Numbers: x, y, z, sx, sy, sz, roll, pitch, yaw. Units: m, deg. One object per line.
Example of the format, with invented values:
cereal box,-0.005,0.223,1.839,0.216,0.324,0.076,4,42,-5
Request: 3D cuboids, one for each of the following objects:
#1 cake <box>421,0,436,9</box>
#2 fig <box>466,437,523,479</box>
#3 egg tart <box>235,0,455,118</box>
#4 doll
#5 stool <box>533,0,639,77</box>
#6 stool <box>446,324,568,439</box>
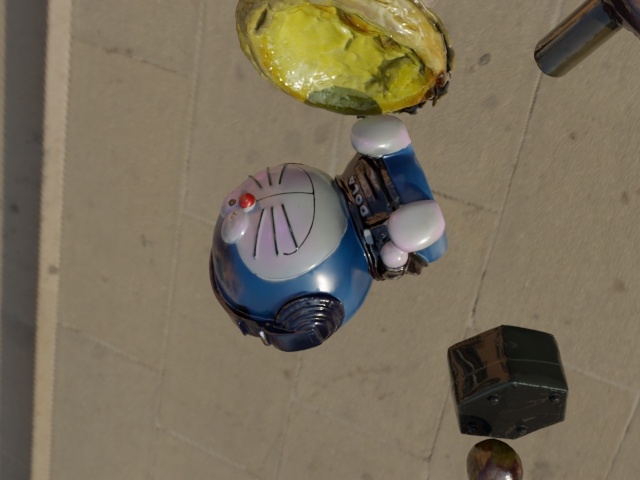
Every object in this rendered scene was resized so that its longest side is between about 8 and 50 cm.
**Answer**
cake,0.175,-0.499,1.835,0.065,0.121,0.052,-35,53,54
fig,0.314,0.401,1.662,0.103,0.154,0.109,21,117,-4
egg tart,0.033,-0.252,1.132,0.279,0.095,0.279,13,155,6
doll,0.000,0.000,1.198,0.310,0.284,0.240,-21,139,4
stool,0.354,-0.265,0.919,0.272,0.272,0.178,51,160,1
stool,0.349,0.269,1.709,0.232,0.141,0.232,-4,140,-3
